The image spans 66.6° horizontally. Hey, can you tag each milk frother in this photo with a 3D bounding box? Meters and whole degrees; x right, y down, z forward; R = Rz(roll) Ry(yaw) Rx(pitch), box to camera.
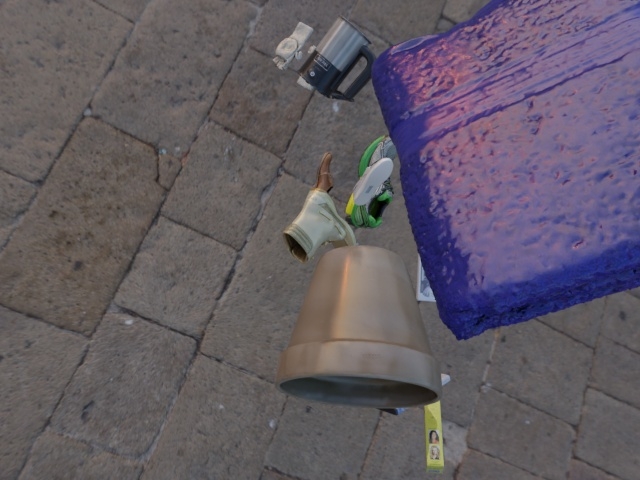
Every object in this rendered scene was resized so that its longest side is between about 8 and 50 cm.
[{"bbox_3d":[0.045,-0.353,0.982,0.129,0.143,0.135,39,107,-9],"label":"milk frother"}]

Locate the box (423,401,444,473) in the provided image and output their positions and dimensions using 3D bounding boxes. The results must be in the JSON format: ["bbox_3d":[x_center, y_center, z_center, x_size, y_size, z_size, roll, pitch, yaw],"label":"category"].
[{"bbox_3d":[0.382,0.656,1.654,0.058,0.087,0.232,-1,51,9],"label":"box"}]

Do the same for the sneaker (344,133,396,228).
[{"bbox_3d":[0.211,-0.200,1.702,0.134,0.146,0.343,13,95,-44],"label":"sneaker"}]

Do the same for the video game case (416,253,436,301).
[{"bbox_3d":[0.412,0.114,1.650,0.173,0.022,0.190,6,81,-10],"label":"video game case"}]

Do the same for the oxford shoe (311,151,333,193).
[{"bbox_3d":[0.020,-0.236,1.874,0.076,0.076,0.212,13,85,12],"label":"oxford shoe"}]

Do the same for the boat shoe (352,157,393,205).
[{"bbox_3d":[0.149,-0.184,1.439,0.066,0.184,0.063,2,51,-24],"label":"boat shoe"}]

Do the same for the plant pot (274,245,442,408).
[{"bbox_3d":[0.079,0.173,0.994,0.323,0.323,0.280,12,63,-15],"label":"plant pot"}]

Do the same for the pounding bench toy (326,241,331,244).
[{"bbox_3d":[0.046,-0.030,1.803,0.065,0.083,0.052,1,43,-32],"label":"pounding bench toy"}]

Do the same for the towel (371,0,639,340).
[{"bbox_3d":[0.172,-0.088,0.390,0.076,0.228,0.308,46,30,-45],"label":"towel"}]

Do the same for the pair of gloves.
[{"bbox_3d":[-0.065,-0.733,1.923,0.240,0.042,0.204,44,97,18],"label":"pair of gloves"}]

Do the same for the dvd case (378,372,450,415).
[{"bbox_3d":[0.257,0.462,1.523,0.253,0.180,0.022,-17,98,-36],"label":"dvd case"}]

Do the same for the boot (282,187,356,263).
[{"bbox_3d":[0.000,0.000,1.478,0.203,0.095,0.262,-58,134,-31],"label":"boot"}]
